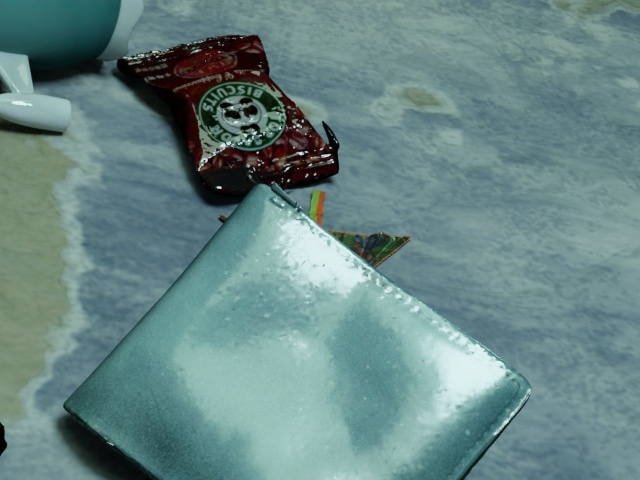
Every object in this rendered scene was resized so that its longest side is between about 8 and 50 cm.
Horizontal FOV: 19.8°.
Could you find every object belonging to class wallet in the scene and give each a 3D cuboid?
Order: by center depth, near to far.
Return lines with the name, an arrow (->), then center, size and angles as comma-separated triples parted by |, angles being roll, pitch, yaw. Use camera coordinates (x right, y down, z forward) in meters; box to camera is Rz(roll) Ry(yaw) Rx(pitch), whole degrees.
wallet -> -0.020, 0.118, 1.415 | 0.290, 0.054, 0.251 | 34, 73, 21

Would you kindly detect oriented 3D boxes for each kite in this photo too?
kite -> 0.000, 0.000, 1.712 | 0.190, 0.010, 0.159 | 6, 37, -15

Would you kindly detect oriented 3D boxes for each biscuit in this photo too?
biscuit -> -0.089, -0.131, 1.807 | 0.151, 0.063, 0.235 | -17, 51, -22

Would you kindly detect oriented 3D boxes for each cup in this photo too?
cup -> -0.273, -0.241, 1.802 | 0.173, 0.167, 0.299 | 7, 62, -30

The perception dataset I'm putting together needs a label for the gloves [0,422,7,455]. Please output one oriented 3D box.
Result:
gloves -> -0.365, 0.106, 1.301 | 0.197, 0.152, 0.301 | 30, 7, -44
